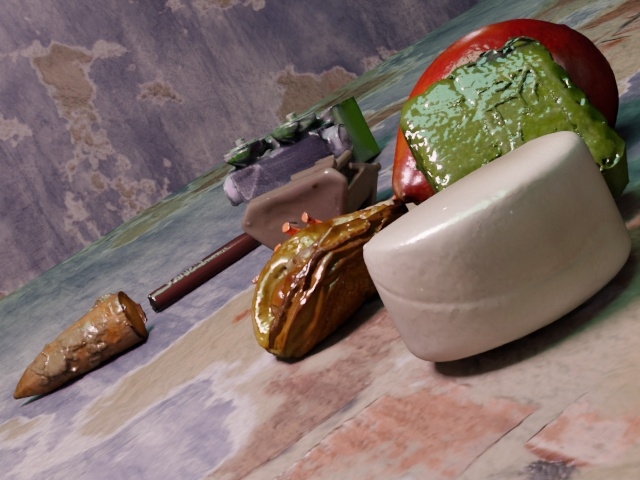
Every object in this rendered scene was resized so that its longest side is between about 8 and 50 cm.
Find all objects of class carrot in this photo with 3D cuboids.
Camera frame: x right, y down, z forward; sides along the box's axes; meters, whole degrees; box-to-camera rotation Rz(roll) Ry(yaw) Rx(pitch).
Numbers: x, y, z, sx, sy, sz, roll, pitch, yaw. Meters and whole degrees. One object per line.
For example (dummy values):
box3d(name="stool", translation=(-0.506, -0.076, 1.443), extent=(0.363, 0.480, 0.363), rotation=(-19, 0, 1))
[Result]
box3d(name="carrot", translation=(-0.410, 0.190, 1.751), extent=(0.263, 0.102, 0.102), rotation=(-34, 12, 7))

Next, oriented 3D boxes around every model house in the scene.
box3d(name="model house", translation=(0.000, -0.070, 1.736), extent=(0.229, 0.122, 0.188), rotation=(-24, 11, 37))

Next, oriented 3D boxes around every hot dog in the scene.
box3d(name="hot dog", translation=(0.010, 0.036, 1.305), extent=(0.259, 0.114, 0.175), rotation=(-37, 15, -33))

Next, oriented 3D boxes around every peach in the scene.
box3d(name="peach", translation=(0.223, -0.178, 1.376), extent=(0.362, 0.201, 0.258), rotation=(-23, 10, -27))

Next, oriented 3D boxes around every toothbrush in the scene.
box3d(name="toothbrush", translation=(-0.164, 0.020, 1.943), extent=(0.364, 0.041, 0.041), rotation=(-34, 13, -21))

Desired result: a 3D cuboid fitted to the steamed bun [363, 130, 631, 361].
box3d(name="steamed bun", translation=(0.171, 0.007, 0.977), extent=(0.242, 0.146, 0.164), rotation=(-31, 9, -11))

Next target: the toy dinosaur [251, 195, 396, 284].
box3d(name="toy dinosaur", translation=(-0.001, -0.006, 1.605), extent=(0.280, 0.101, 0.055), rotation=(-28, 55, 33))

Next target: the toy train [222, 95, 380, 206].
box3d(name="toy train", translation=(-0.048, -0.171, 2.149), extent=(0.307, 0.173, 0.249), rotation=(-23, 8, 30))

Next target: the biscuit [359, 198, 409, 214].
box3d(name="biscuit", translation=(0.029, 0.002, 1.537), extent=(0.219, 0.055, 0.061), rotation=(-27, 23, 11))

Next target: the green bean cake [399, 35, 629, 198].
box3d(name="green bean cake", translation=(0.213, -0.100, 1.161), extent=(0.200, 0.214, 0.113), rotation=(-29, -28, 2))
